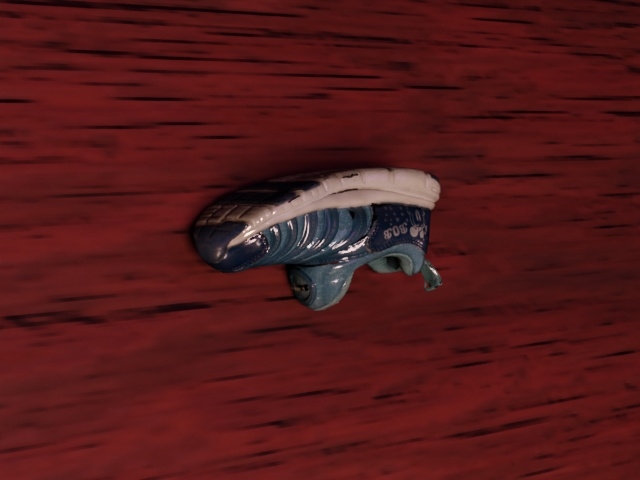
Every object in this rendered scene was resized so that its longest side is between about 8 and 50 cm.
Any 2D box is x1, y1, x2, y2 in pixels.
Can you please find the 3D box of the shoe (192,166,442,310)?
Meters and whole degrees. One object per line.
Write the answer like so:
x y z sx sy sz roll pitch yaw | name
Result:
0.000 0.000 0.748 0.143 0.064 0.071 -8 93 -37 | shoe
